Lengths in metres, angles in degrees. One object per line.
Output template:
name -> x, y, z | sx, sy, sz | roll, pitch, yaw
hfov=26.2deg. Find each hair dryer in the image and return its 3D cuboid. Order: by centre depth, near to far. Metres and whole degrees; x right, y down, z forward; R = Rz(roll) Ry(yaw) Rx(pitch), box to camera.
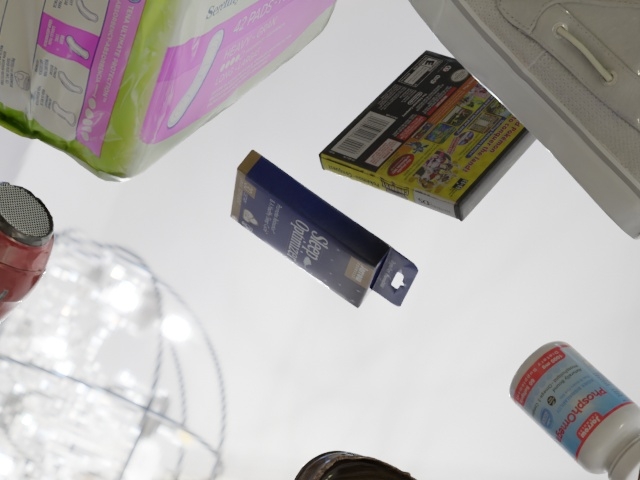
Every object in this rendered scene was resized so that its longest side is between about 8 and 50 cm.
hair dryer -> -0.246, -0.024, 0.933 | 0.224, 0.080, 0.293 | 12, -100, 53

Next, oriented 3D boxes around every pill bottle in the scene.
pill bottle -> 0.276, 0.182, 1.413 | 0.087, 0.087, 0.160 | -52, -124, 8

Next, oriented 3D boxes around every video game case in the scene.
video game case -> 0.176, -0.158, 1.976 | 0.248, 0.035, 0.275 | 22, -126, 34

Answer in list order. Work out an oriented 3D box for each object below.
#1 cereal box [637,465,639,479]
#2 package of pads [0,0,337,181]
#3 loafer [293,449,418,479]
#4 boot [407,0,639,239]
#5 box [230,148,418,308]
cereal box -> 0.234, 0.229, 0.936 | 0.047, 0.173, 0.240 | 11, -106, 8
package of pads -> -0.031, -0.188, 0.543 | 0.229, 0.101, 0.296 | -46, 163, -56
loafer -> 0.136, 0.330, 1.417 | 0.133, 0.366, 0.130 | -56, 174, -21
boot -> 0.144, -0.130, 0.793 | 0.123, 0.258, 0.095 | -44, -176, 14
box -> 0.000, 0.000, 1.534 | 0.036, 0.225, 0.136 | -53, 172, -22
